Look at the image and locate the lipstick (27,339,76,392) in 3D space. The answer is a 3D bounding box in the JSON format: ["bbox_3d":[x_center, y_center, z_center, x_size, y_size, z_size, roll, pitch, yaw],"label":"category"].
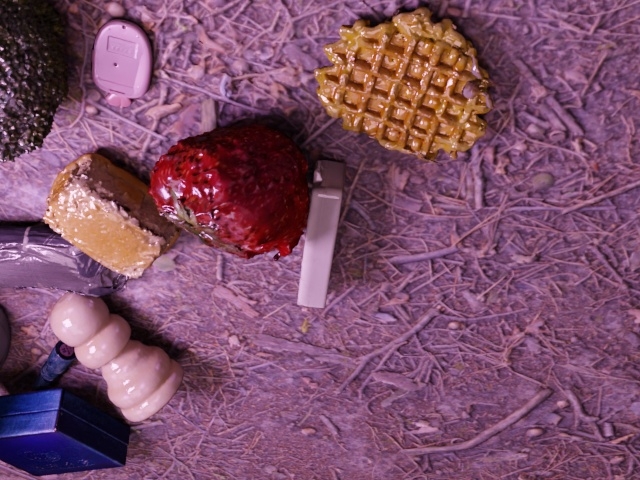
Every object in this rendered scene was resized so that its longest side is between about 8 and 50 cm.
[{"bbox_3d":[-0.616,0.305,1.984,0.053,0.053,0.234,29,131,-15],"label":"lipstick"}]

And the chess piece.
[{"bbox_3d":[-0.437,0.223,1.825,0.167,0.167,0.300,-25,115,28],"label":"chess piece"}]

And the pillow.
[{"bbox_3d":[-0.542,0.039,1.711,0.334,0.093,0.162,3,137,6],"label":"pillow"}]

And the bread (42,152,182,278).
[{"bbox_3d":[-0.380,-0.039,1.595,0.245,0.121,0.174,35,127,-22],"label":"bread"}]

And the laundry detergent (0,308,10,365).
[{"bbox_3d":[-0.778,0.337,1.807,0.124,0.398,0.264,24,131,-10],"label":"laundry detergent"}]

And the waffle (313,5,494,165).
[{"bbox_3d":[0.133,-0.238,1.379,0.262,0.060,0.281,-16,125,26],"label":"waffle"}]

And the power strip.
[{"bbox_3d":[0.000,0.000,1.581,0.058,0.098,0.338,8,132,-1],"label":"power strip"}]

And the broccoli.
[{"bbox_3d":[-0.526,-0.264,1.365,0.259,0.235,0.288,29,93,-17],"label":"broccoli"}]

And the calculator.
[{"bbox_3d":[-0.328,-0.287,1.435,0.103,0.024,0.166,14,131,-3],"label":"calculator"}]

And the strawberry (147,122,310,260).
[{"bbox_3d":[-0.135,-0.092,1.459,0.274,0.220,0.274,29,167,7],"label":"strawberry"}]

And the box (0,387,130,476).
[{"bbox_3d":[-0.632,0.455,2.029,0.261,0.116,0.279,-12,147,18],"label":"box"}]
